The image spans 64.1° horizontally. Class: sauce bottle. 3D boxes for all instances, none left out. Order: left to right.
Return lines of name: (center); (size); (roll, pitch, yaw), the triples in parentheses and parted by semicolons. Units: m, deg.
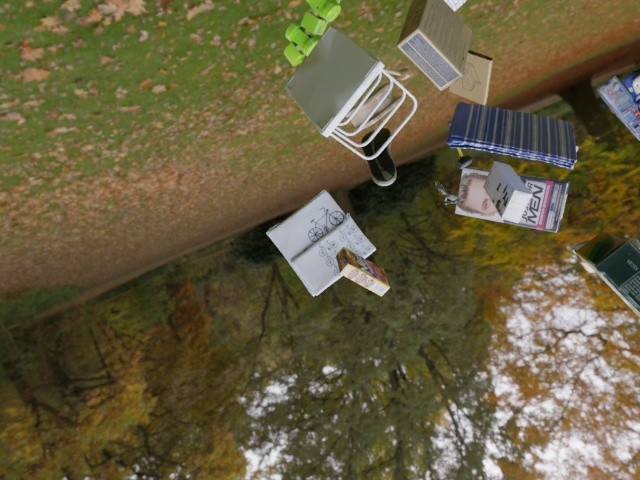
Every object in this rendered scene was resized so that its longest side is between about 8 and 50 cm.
sauce bottle: (0.734, 0.050, 1.414); (0.042, 0.042, 0.128); (-22, 142, 37)

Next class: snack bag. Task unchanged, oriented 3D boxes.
snack bag: (0.000, 0.000, 2.088); (0.323, 0.342, 0.037); (-37, 173, -1)

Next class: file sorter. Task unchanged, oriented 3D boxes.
file sorter: (0.073, -0.350, 1.224); (0.173, 0.277, 0.193); (27, 112, -37)

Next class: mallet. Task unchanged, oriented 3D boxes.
mallet: (0.521, -0.364, 1.968); (0.062, 0.189, 0.039); (-38, -161, -18)

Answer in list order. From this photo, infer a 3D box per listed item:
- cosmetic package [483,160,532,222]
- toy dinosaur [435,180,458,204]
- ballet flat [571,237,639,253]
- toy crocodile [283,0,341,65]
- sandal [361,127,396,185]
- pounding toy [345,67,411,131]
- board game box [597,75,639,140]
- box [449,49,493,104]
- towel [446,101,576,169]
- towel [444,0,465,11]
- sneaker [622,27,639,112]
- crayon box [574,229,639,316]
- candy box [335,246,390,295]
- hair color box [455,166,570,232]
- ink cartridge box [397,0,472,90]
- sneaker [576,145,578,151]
cosmetic package: (0.570, -0.155, 1.575); (0.060, 0.098, 0.239); (15, -152, -5)
toy dinosaur: (0.620, -0.181, 2.293); (0.118, 0.268, 0.064); (79, 37, -85)
ballet flat: (1.000, 0.018, 1.797); (0.213, 0.072, 0.068); (3, -121, 26)
toy crocodile: (-0.015, -0.724, 1.685); (0.340, 0.115, 0.105); (-54, 166, 31)
sandal: (0.226, -0.315, 1.962); (0.120, 0.302, 0.086); (-11, 144, 13)
pounding toy: (0.187, -0.517, 1.804); (0.269, 0.155, 0.154); (-41, -164, -18)
board game box: (0.918, -0.390, 1.533); (0.060, 0.194, 0.194); (-39, 168, 29)
box: (0.567, -0.626, 1.942); (0.021, 0.164, 0.201); (-44, 149, -21)
towel: (0.534, -0.301, 1.436); (0.336, 0.040, 0.243); (14, -137, 10)
towel: (0.489, -1.043, 1.945); (0.235, 0.284, 0.121); (-42, -140, 11)
sneaker: (0.616, -0.260, 0.933); (0.131, 0.296, 0.112); (8, -162, 16)
crayon box: (0.638, 0.081, 1.048); (0.081, 0.202, 0.318); (-45, 170, 17)
candy box: (0.145, 0.107, 1.762); (0.053, 0.187, 0.109); (-52, -155, 23)
hair color box: (0.665, -0.149, 1.790); (0.347, 0.173, 0.105); (13, -164, 28)
ink cartridge box: (0.330, -0.576, 1.459); (0.088, 0.193, 0.234); (-27, -146, 46)
sneaker: (0.919, -0.350, 1.963); (0.119, 0.057, 0.047); (-15, 147, 15)
